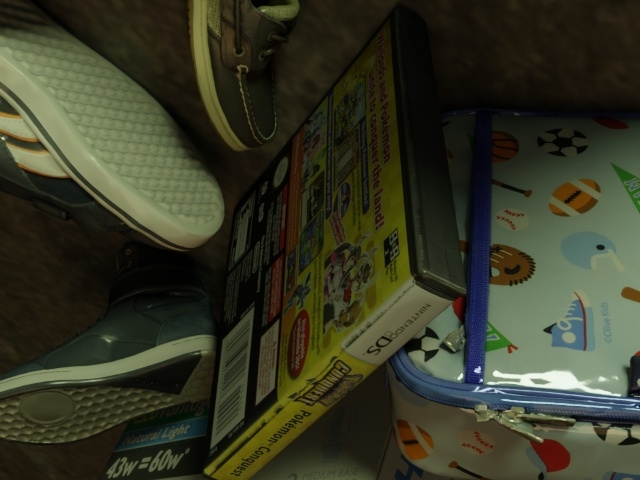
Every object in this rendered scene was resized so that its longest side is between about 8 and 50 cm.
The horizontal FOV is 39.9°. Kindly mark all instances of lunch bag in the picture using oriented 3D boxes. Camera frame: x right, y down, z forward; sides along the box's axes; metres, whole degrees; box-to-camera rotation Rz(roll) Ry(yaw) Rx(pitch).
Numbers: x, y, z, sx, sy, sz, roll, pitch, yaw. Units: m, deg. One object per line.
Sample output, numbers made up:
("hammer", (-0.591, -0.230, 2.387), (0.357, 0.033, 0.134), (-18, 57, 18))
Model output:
("lunch bag", (0.157, 0.028, 0.601), (0.243, 0.303, 0.115), (5, 133, 8))

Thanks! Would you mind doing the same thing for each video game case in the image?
("video game case", (0.000, 0.000, 0.630), (0.035, 0.275, 0.248), (25, 130, -22))

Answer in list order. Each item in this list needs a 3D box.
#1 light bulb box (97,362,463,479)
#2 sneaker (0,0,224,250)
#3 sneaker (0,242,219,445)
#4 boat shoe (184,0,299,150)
("light bulb box", (0.032, 0.274, 0.845), (0.357, 0.225, 0.361), (-18, 124, 37))
("sneaker", (-0.226, -0.092, 0.704), (0.321, 0.126, 0.127), (43, 121, -9))
("sneaker", (-0.203, 0.089, 0.804), (0.226, 0.163, 0.086), (-12, 134, -12))
("boat shoe", (-0.052, -0.165, 0.635), (0.073, 0.080, 0.224), (2, 124, 17))
